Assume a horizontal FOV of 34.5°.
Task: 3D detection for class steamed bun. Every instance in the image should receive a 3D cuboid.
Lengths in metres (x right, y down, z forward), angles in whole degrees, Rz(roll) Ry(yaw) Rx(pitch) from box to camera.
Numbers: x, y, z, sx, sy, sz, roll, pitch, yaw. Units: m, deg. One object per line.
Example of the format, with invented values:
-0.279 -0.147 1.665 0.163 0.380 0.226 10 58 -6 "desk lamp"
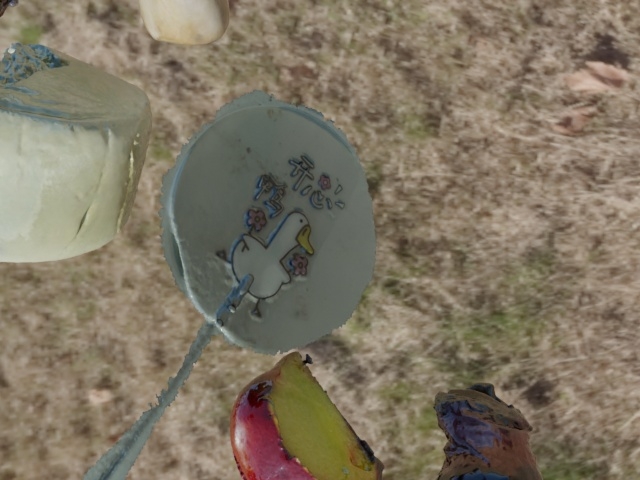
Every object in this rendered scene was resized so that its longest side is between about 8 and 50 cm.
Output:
-0.389 -0.102 1.449 0.274 0.272 0.290 10 127 -2 "steamed bun"

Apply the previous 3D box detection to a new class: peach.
-0.032 0.322 1.509 0.267 0.159 0.154 52 131 6 "peach"

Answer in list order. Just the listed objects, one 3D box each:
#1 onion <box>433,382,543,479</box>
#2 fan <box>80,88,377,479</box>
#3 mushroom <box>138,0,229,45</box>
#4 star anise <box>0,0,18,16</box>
0.152 0.322 0.892 0.398 0.398 0.420 -15 44 39 "onion"
-0.077 0.053 0.902 0.012 0.233 0.414 -10 44 56 "fan"
-0.111 -0.215 0.665 0.207 0.207 0.215 37 157 33 "mushroom"
-0.384 -0.312 1.248 0.129 0.056 0.124 -56 20 -3 "star anise"
